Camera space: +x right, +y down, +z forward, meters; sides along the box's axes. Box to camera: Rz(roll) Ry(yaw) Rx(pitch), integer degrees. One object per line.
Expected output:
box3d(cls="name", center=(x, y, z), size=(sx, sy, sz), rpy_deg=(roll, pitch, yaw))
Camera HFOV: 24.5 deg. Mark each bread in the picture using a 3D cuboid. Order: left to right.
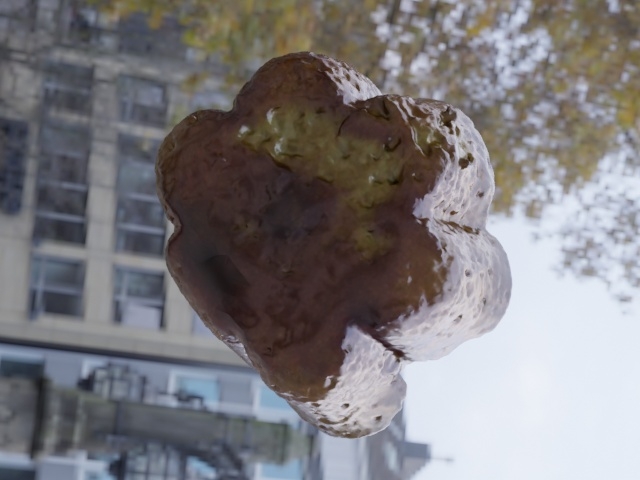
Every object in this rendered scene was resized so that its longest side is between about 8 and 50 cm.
box3d(cls="bread", center=(0.005, -0.012, 0.982), size=(0.232, 0.135, 0.247), rpy_deg=(-42, -109, 7))
